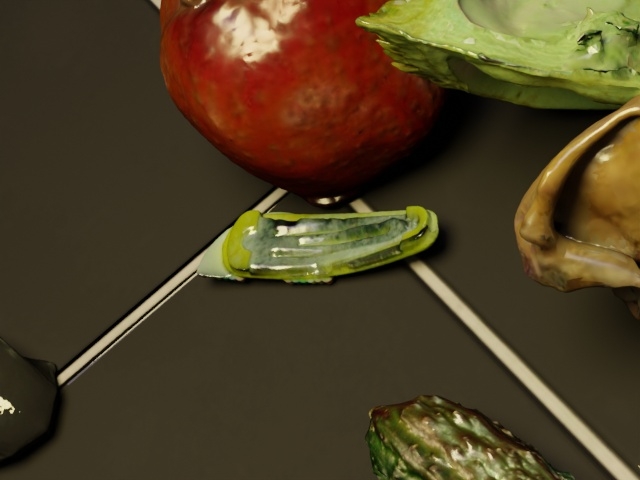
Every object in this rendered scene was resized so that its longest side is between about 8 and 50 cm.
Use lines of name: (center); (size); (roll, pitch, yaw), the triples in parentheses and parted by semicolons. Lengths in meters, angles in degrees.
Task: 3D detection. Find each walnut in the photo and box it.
walnut: (0.240, 0.017, 0.627); (0.204, 0.141, 0.238); (-30, 93, 29)

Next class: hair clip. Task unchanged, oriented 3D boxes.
hair clip: (0.000, 0.000, 0.834); (0.188, 0.033, 0.060); (-5, 56, 27)

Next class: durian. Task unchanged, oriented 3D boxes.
durian: (0.222, -0.152, 0.704); (0.394, 0.198, 0.163); (6, 99, 1)

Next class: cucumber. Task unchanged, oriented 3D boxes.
cucumber: (0.144, 0.190, 0.610); (0.096, 0.096, 0.359); (-42, 48, -3)

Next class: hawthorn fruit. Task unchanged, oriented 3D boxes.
hawthorn fruit: (-0.020, -0.149, 0.818); (0.215, 0.249, 0.215); (-22, 59, 42)

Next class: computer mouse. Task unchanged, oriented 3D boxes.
computer mouse: (-0.272, 0.112, 0.881); (0.172, 0.057, 0.099); (15, 65, 34)
